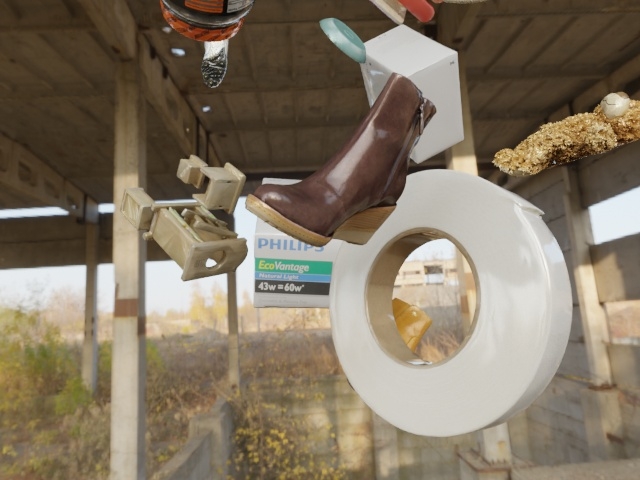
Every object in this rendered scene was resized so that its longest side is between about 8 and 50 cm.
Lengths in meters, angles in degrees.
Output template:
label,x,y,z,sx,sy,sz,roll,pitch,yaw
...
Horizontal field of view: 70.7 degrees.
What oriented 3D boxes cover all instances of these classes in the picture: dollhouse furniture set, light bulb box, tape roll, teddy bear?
label,x,y,z,sx,sy,sz,roll,pitch,yaw
dollhouse furniture set,-0.180,-0.065,0.644,0.182,0.161,0.101,39,28,29
light bulb box,0.000,0.000,1.256,0.357,0.225,0.361,3,29,-5
tape roll,0.166,0.087,0.685,0.072,0.392,0.392,11,-18,-40
teddy bear,0.553,-0.232,1.006,0.337,0.113,0.245,-18,5,33

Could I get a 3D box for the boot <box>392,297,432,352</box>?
label,x,y,z,sx,sy,sz,roll,pitch,yaw
boot,0.238,0.291,1.244,0.211,0.295,0.104,-36,-42,-13

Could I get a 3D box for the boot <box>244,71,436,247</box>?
label,x,y,z,sx,sy,sz,roll,pitch,yaw
boot,0.034,-0.098,0.523,0.090,0.207,0.248,33,15,30

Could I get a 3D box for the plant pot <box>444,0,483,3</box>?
label,x,y,z,sx,sy,sz,roll,pitch,yaw
plant pot,0.448,-0.920,1.292,0.333,0.334,0.306,-6,-36,10

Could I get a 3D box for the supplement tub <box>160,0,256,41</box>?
label,x,y,z,sx,sy,sz,roll,pitch,yaw
supplement tub,-0.191,-0.528,0.765,0.207,0.207,0.338,-1,-23,-19

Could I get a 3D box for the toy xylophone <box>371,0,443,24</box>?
label,x,y,z,sx,sy,sz,roll,pitch,yaw
toy xylophone,0.220,-0.638,0.967,0.236,0.081,0.322,22,-37,-22

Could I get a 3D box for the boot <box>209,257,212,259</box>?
label,x,y,z,sx,sy,sz,roll,pitch,yaw
boot,-0.251,0.047,1.189,0.037,0.106,0.114,-19,-52,11

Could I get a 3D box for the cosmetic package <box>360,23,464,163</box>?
label,x,y,z,sx,sy,sz,roll,pitch,yaw
cosmetic package,0.210,-0.344,1.061,0.138,0.225,0.224,-29,-46,-5

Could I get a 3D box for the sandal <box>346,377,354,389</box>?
label,x,y,z,sx,sy,sz,roll,pitch,yaw
sandal,0.126,0.335,1.372,0.097,0.255,0.054,5,-6,25

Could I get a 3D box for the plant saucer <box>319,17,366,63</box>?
label,x,y,z,sx,sy,sz,roll,pitch,yaw
plant saucer,0.051,-0.402,0.896,0.119,0.119,0.021,7,-42,-47

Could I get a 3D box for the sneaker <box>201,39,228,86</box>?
label,x,y,z,sx,sy,sz,roll,pitch,yaw
sneaker,-0.346,-0.626,1.503,0.085,0.237,0.086,5,2,-2
